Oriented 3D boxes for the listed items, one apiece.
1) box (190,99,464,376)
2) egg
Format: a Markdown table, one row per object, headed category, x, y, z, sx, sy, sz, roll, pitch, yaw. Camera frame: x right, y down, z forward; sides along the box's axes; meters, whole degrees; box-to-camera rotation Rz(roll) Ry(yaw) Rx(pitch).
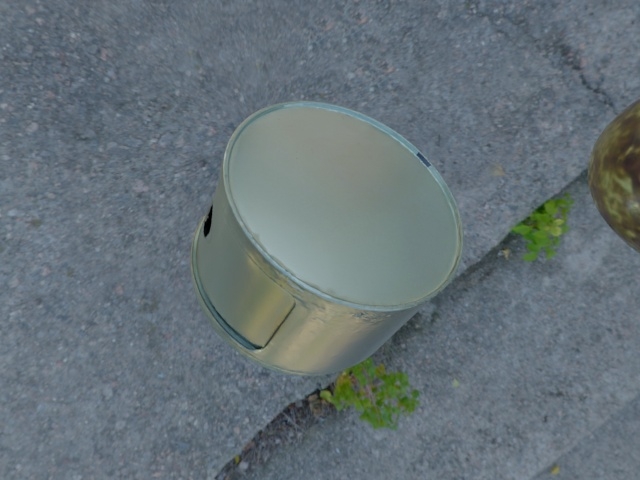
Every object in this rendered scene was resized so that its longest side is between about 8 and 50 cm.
| category | x | y | z | sx | sy | sz | roll | pitch | yaw |
| --- | --- | --- | --- | --- | --- | --- | --- | --- | --- |
| box | 0.000 | 0.000 | 0.523 | 0.226 | 0.226 | 0.149 | 23 | 138 | -10 |
| egg | 0.443 | -0.076 | 0.625 | 0.238 | 0.289 | 0.238 | -7 | 107 | -25 |
